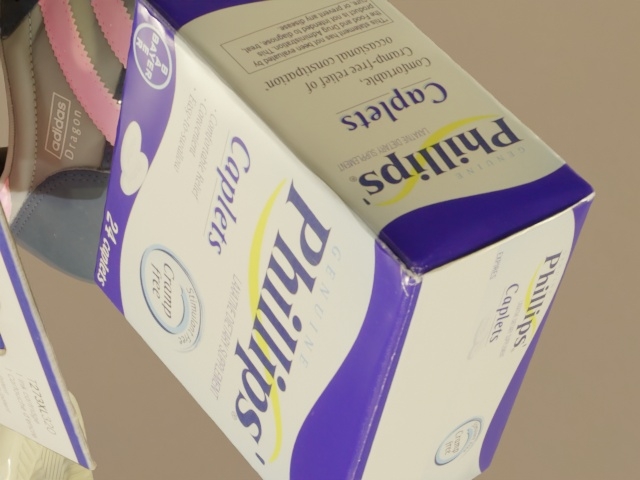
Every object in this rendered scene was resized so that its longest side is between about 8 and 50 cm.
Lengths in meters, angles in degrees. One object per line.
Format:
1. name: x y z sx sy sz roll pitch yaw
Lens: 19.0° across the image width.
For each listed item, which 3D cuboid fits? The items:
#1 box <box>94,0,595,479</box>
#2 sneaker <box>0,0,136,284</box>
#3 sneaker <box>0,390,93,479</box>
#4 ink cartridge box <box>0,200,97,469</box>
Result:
1. box: 0.000 0.000 0.593 0.072 0.126 0.137 -23 -126 -33
2. sneaker: -0.092 -0.121 0.832 0.131 0.319 0.112 18 -153 5
3. sneaker: -0.200 0.189 1.039 0.148 0.350 0.131 11 -137 11
4. ink cartridge box: -0.230 -0.043 0.796 0.371 0.176 0.069 22 -129 35
